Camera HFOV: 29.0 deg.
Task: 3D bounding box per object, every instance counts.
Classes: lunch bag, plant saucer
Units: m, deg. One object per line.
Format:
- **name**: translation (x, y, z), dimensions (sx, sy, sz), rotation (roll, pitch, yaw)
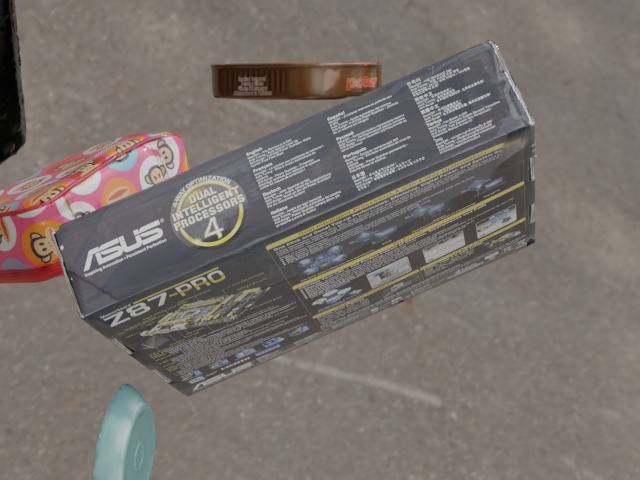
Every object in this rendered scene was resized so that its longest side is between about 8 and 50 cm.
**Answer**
- **lunch bag**: translation (-0.336, -0.047, 1.642), dimensions (0.293, 0.258, 0.120), rotation (-36, 113, -43)
- **plant saucer**: translation (-0.161, 0.181, 1.038), dimensions (0.021, 0.119, 0.119), rotation (7, 49, 9)

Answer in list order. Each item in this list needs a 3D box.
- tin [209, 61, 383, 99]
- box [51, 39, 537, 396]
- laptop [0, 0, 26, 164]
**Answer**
- **tin**: translation (-0.023, -0.149, 1.149), dimensions (0.106, 0.190, 0.040), rotation (-13, 104, -40)
- **box**: translation (0.000, 0.000, 1.121), dimensions (0.318, 0.395, 0.097), rotation (59, 8, -71)
- **laptop**: translation (-0.320, -0.082, 0.729), dimensions (0.136, 0.234, 0.264), rotation (42, 64, 11)
